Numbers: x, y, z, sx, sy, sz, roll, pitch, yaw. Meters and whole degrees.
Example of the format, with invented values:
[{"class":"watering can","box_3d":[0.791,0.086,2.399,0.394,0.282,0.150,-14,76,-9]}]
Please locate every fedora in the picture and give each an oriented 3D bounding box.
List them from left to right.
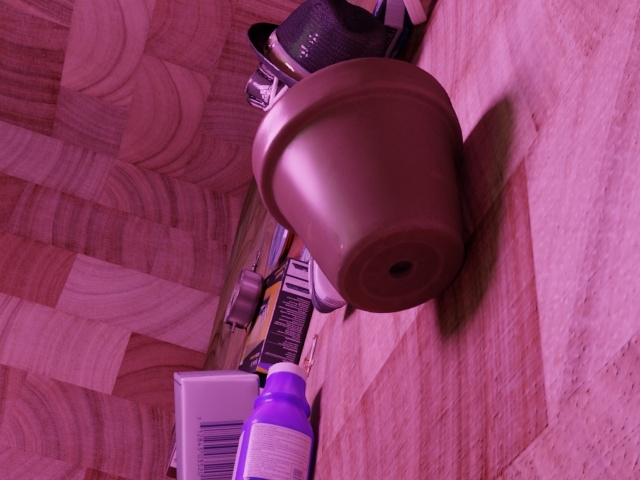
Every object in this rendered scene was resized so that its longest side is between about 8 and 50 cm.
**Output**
[{"class":"fedora","box_3d":[0.027,-0.357,1.660,0.152,0.334,0.334,-56,15,24]}]

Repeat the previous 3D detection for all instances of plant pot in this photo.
[{"class":"plant pot","box_3d":[0.068,-0.045,1.075,0.229,0.263,0.263,-109,33,-43]}]

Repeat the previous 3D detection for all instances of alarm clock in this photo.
[{"class":"alarm clock","box_3d":[-0.161,0.112,2.027,0.129,0.064,0.192,-175,101,-81]}]

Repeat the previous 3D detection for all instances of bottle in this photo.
[{"class":"bottle","box_3d":[-0.070,0.324,1.436,0.283,0.118,0.092,-83,14,-45]}]

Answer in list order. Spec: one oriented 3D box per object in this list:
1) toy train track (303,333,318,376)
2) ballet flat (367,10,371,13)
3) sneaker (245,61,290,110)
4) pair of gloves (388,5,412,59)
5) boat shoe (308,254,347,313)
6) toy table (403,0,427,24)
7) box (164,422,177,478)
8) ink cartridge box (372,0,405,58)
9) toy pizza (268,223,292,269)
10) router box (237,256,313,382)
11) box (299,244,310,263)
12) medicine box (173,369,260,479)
[{"class":"toy train track","box_3d":[-0.021,0.211,1.683,0.048,0.014,0.083,127,159,-63]},{"class":"ballet flat","box_3d":[0.074,-0.466,2.195,0.124,0.116,0.342,-55,-5,-32]},{"class":"sneaker","box_3d":[-0.047,-0.254,1.958,0.447,0.257,0.169,-94,24,-66]},{"class":"pair of gloves","box_3d":[0.163,-0.450,1.832,0.159,0.023,0.198,118,165,-47]},{"class":"boat shoe","box_3d":[0.033,-0.020,1.558,0.102,0.108,0.301,129,150,-62]},{"class":"toy table","box_3d":[0.122,-0.525,1.602,0.252,0.274,0.161,-30,36,21]},{"class":"box","box_3d":[-0.249,0.443,2.100,0.203,0.167,0.169,-103,32,-73]},{"class":"ink cartridge box","box_3d":[0.124,-0.438,1.842,0.206,0.045,0.208,119,165,-56]},{"class":"toy pizza","box_3d":[-0.099,-0.014,2.504,0.201,0.032,0.201,-163,90,-80]},{"class":"router box","box_3d":[-0.094,0.185,1.951,0.309,0.081,0.243,137,150,-72]},{"class":"box","box_3d":[0.000,0.000,1.876,0.178,0.042,0.109,145,143,-73]},{"class":"medicine box","box_3d":[-0.205,0.391,1.782,0.289,0.149,0.264,153,115,-77]}]
